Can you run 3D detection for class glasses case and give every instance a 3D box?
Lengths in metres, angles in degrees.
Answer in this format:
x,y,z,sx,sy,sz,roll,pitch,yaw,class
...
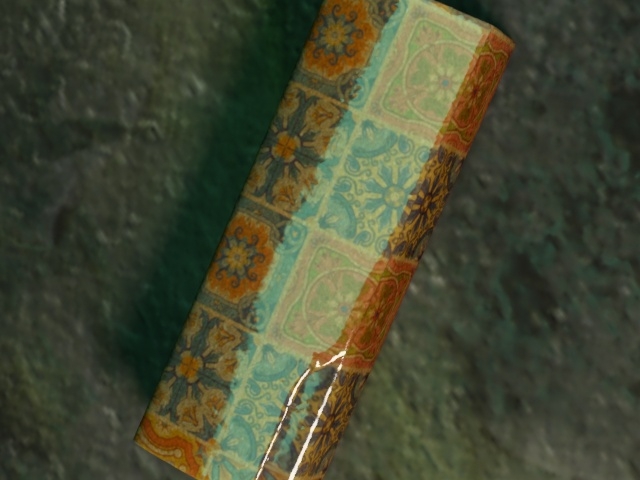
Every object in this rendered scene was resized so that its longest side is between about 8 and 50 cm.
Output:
x,y,z,sx,sy,sz,roll,pitch,yaw,class
0.000,0.000,0.678,0.075,0.049,0.218,25,94,20,glasses case
